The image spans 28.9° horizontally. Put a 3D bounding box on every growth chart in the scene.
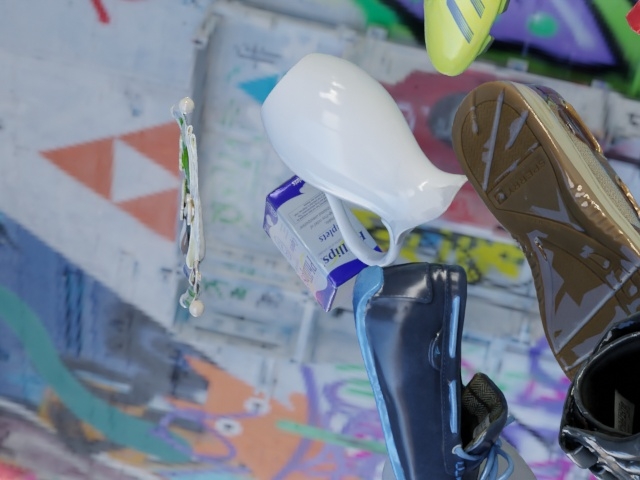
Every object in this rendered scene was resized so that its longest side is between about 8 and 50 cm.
[{"bbox_3d":[-0.138,-0.037,1.294,0.172,0.021,0.237,155,112,-78],"label":"growth chart"}]

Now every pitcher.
[{"bbox_3d":[0.030,-0.077,1.277,0.125,0.207,0.178,-45,-4,-46],"label":"pitcher"}]

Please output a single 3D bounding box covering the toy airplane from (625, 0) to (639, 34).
[{"bbox_3d":[0.362,-0.290,1.283,0.028,0.151,0.151,45,-123,-81],"label":"toy airplane"}]

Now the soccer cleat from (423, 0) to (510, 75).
[{"bbox_3d":[0.125,-0.302,1.173,0.093,0.121,0.289,34,118,58],"label":"soccer cleat"}]

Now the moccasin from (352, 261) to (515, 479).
[{"bbox_3d":[0.120,0.170,1.145,0.137,0.117,0.342,-93,-12,-52],"label":"moccasin"}]

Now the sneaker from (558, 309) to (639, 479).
[{"bbox_3d":[0.179,0.120,0.669,0.104,0.147,0.295,-67,6,-35],"label":"sneaker"}]

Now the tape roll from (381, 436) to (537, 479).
[{"bbox_3d":[0.163,0.314,1.395,0.219,0.072,0.219,30,128,46],"label":"tape roll"}]

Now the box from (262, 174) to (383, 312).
[{"bbox_3d":[0.000,0.000,1.454,0.072,0.137,0.126,-35,-11,-13],"label":"box"}]

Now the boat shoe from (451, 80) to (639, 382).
[{"bbox_3d":[0.241,0.010,1.055,0.123,0.342,0.123,-13,-23,-46],"label":"boat shoe"}]
